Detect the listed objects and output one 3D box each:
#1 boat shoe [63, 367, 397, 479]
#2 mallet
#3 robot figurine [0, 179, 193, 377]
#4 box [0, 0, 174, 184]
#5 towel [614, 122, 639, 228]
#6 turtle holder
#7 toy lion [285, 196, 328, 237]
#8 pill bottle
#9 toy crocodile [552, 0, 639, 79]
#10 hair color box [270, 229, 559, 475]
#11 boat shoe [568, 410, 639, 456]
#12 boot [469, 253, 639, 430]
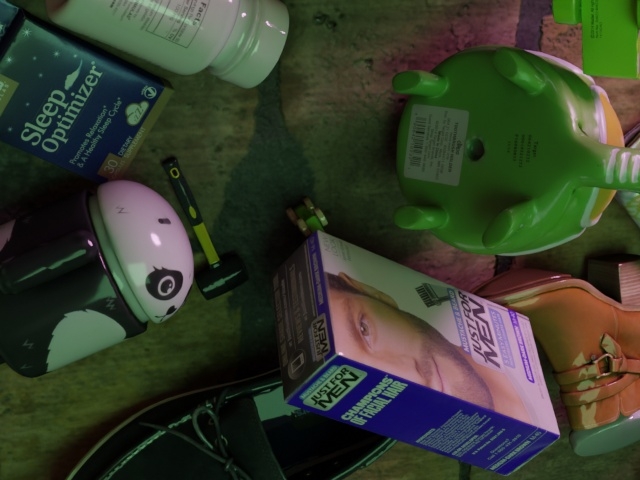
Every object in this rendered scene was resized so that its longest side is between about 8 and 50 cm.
[{"bbox_3d":[-0.099,0.261,1.674,0.500,0.156,0.187,-22,92,-12],"label":"boat shoe"},{"bbox_3d":[-0.134,-0.018,1.606,0.062,0.039,0.190,-20,120,-11],"label":"mallet"},{"bbox_3d":[-0.274,0.046,1.488,0.278,0.209,0.174,-23,116,1],"label":"robot figurine"},{"bbox_3d":[-0.286,-0.155,1.462,0.225,0.036,0.136,25,107,-30],"label":"box"},{"bbox_3d":[0.576,-0.084,1.827,0.320,0.090,0.374,-41,125,8],"label":"towel"},{"bbox_3d":[0.249,-0.111,1.555,0.227,0.243,0.320,2,158,-45],"label":"turtle holder"},{"bbox_3d":[0.000,0.000,1.633,0.034,0.100,0.096,-32,107,-4],"label":"toy lion"},{"bbox_3d":[-0.153,-0.244,1.404,0.229,0.131,0.131,20,109,-31],"label":"pill bottle"},{"bbox_3d":[0.295,-0.313,1.396,0.115,0.105,0.341,4,131,24],"label":"toy crocodile"},{"bbox_3d":[0.111,0.136,1.600,0.338,0.185,0.110,21,131,-30],"label":"hair color box"},{"bbox_3d":[0.460,0.220,1.952,0.267,0.088,0.096,-24,148,-11],"label":"boat shoe"},{"bbox_3d":[0.320,0.143,1.813,0.283,0.109,0.220,-10,102,-32],"label":"boot"}]
